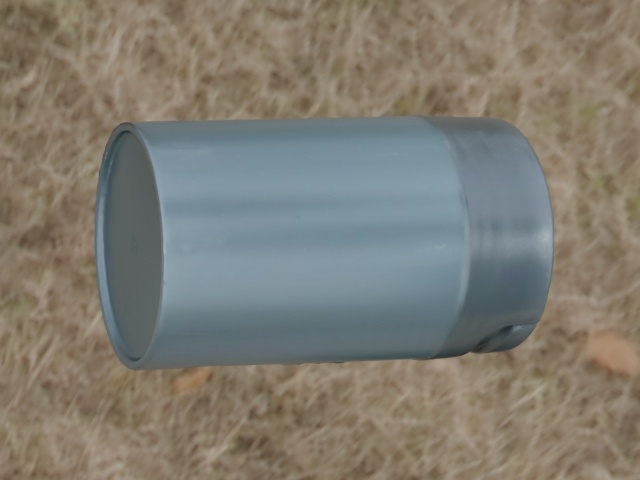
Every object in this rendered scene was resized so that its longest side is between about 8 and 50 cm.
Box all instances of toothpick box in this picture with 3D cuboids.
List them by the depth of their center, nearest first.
[{"bbox_3d":[0.000,0.000,0.364,0.083,0.052,0.052,-2,66,-22],"label":"toothpick box"}]
